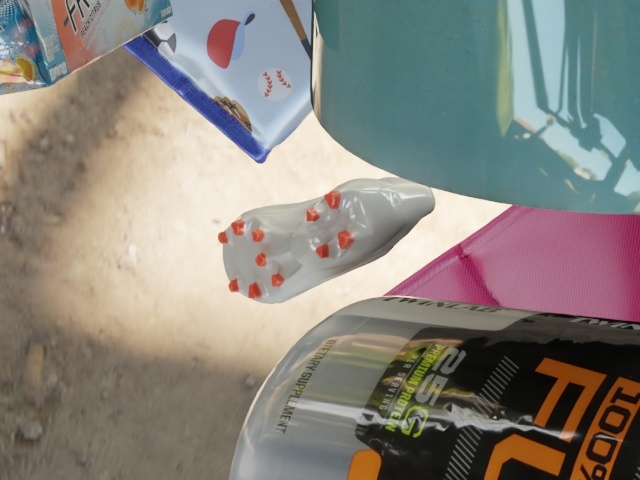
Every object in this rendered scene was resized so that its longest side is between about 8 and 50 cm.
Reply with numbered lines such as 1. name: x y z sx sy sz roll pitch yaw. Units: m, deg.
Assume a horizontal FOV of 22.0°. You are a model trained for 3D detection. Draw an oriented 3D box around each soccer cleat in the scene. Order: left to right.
1. soccer cleat: 0.000 0.000 1.100 0.076 0.196 0.068 -11 85 -34

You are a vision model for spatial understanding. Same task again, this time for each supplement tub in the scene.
1. supplement tub: 0.132 0.129 0.677 0.316 0.193 0.193 4 61 39

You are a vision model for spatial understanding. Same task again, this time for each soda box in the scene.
1. soda box: -0.146 -0.129 0.918 0.063 0.183 0.058 -8 107 19

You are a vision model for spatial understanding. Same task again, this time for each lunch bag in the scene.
1. lunch bag: -0.015 -0.296 1.517 0.239 0.385 0.328 43 108 -9

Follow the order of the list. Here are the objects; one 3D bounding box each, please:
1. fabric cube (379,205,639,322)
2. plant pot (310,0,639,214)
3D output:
1. fabric cube: 0.203 0.086 1.040 0.258 0.259 0.254 57 29 6
2. plant pot: 0.131 -0.177 0.646 0.293 0.293 0.235 -13 117 -14
